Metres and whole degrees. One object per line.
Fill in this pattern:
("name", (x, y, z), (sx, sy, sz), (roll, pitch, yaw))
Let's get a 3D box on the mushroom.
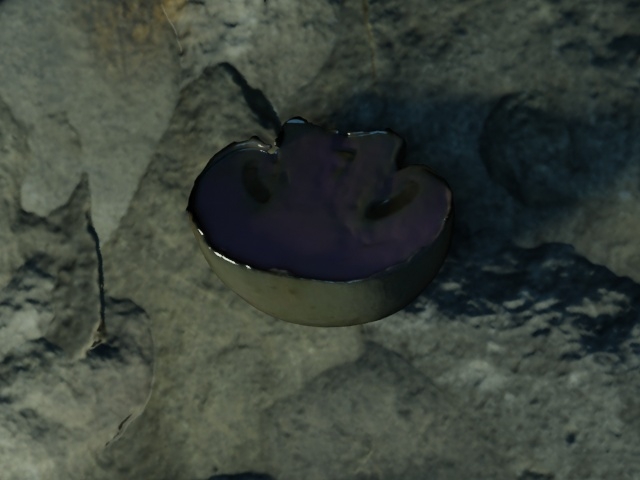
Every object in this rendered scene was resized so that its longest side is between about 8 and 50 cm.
("mushroom", (0.000, 0.000, 1.043), (0.188, 0.141, 0.117), (11, 134, 10))
